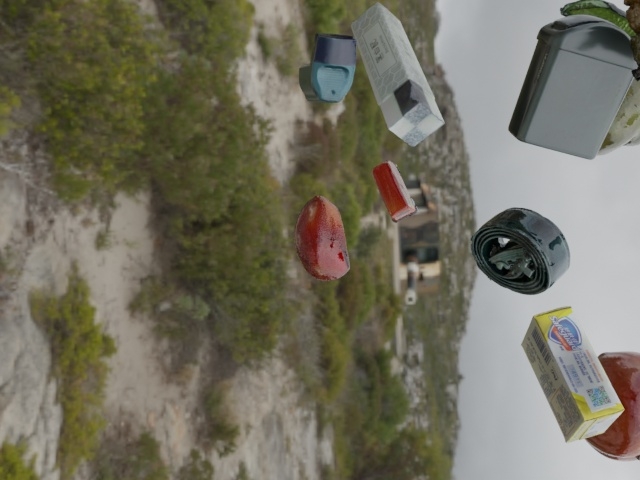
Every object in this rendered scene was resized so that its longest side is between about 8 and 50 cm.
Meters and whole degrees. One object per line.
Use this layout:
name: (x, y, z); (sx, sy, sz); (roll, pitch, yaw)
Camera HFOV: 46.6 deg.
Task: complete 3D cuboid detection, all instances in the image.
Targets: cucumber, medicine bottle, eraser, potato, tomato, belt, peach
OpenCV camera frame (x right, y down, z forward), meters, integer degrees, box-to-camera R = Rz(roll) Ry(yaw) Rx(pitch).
cucumber: (0.576, -0.418, 1.438); (0.046, 0.220, 0.070); (-56, 177, -27)
medicine bottle: (0.007, -0.326, 1.435); (0.258, 0.079, 0.124); (-138, -130, -78)
eraser: (0.166, -0.385, 1.680); (0.098, 0.096, 0.403); (30, 33, -37)
potato: (0.839, -0.362, 2.038); (0.218, 0.351, 0.202); (69, -4, -67)
tomato: (0.880, 0.471, 2.139); (0.321, 0.322, 0.321); (-3, 90, -86)
belt: (0.479, 0.025, 1.807); (0.206, 0.116, 0.268); (60, -25, -13)
peach: (0.002, 0.005, 2.245); (0.154, 0.159, 0.267); (-126, -155, -55)

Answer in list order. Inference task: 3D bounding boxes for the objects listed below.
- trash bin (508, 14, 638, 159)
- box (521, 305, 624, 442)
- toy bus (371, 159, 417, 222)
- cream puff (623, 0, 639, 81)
trash bin: (0.453, -0.278, 1.325); (0.101, 0.177, 0.236); (-100, -155, -65)
box: (0.563, 0.304, 1.687); (0.168, 0.097, 0.265); (84, -10, -57)
toy bus: (0.198, -0.142, 2.063); (0.077, 0.079, 0.174); (20, 45, -67)
cream puff: (0.549, -0.322, 1.156); (0.183, 0.184, 0.168); (-72, 175, -80)
